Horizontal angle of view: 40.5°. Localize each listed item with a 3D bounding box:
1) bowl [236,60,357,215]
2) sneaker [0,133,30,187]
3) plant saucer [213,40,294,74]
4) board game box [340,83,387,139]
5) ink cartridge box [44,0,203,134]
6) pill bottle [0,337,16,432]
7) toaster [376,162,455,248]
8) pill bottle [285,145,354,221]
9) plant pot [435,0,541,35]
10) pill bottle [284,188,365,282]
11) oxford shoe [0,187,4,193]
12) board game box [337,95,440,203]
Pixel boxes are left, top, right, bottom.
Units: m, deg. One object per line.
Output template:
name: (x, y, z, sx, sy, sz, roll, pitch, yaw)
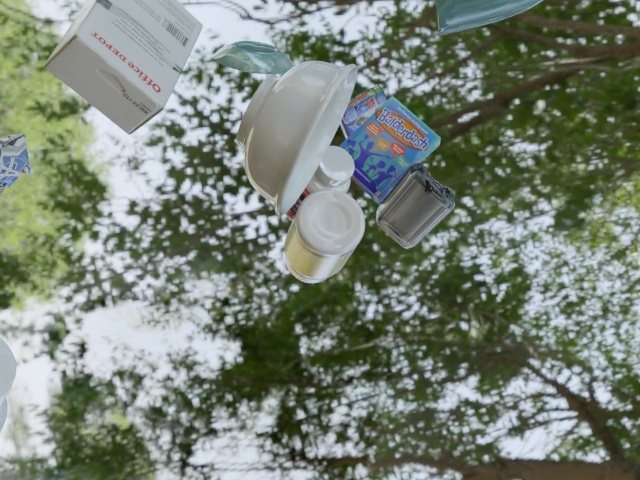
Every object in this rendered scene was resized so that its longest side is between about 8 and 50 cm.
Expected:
bowl: (-0.058, -0.204, 1.547, 0.134, 0.298, 0.298, 28, -43, 5)
sneaker: (-0.603, -0.130, 1.604, 0.080, 0.211, 0.081, -3, -66, 23)
plant saucer: (-0.154, -0.440, 2.055, 0.195, 0.195, 0.037, 44, -48, 49)
board game box: (0.127, -0.302, 2.303, 0.035, 0.136, 0.201, 57, -5, 42)
ink cartridge box: (-0.355, -0.360, 1.602, 0.114, 0.197, 0.273, -30, -148, 36)
pill bottle: (-0.426, 0.202, 0.968, 0.229, 0.131, 0.131, -53, -129, 33)
toaster: (0.208, -0.074, 1.908, 0.146, 0.129, 0.227, -49, -176, 14)
pill bottle: (-0.003, -0.114, 1.802, 0.193, 0.108, 0.108, -49, -124, 57)
plant pot: (0.327, -0.553, 1.654, 0.293, 0.235, 0.293, -6, 90, -81)
pill bottle: (0.000, 0.000, 1.530, 0.208, 0.119, 0.119, 119, -45, -68)
oxford shoe: (-0.782, -0.066, 1.699, 0.146, 0.397, 0.140, -24, -75, 41)
board game box: (0.152, -0.214, 2.037, 0.160, 0.210, 0.047, 43, -10, 15)
